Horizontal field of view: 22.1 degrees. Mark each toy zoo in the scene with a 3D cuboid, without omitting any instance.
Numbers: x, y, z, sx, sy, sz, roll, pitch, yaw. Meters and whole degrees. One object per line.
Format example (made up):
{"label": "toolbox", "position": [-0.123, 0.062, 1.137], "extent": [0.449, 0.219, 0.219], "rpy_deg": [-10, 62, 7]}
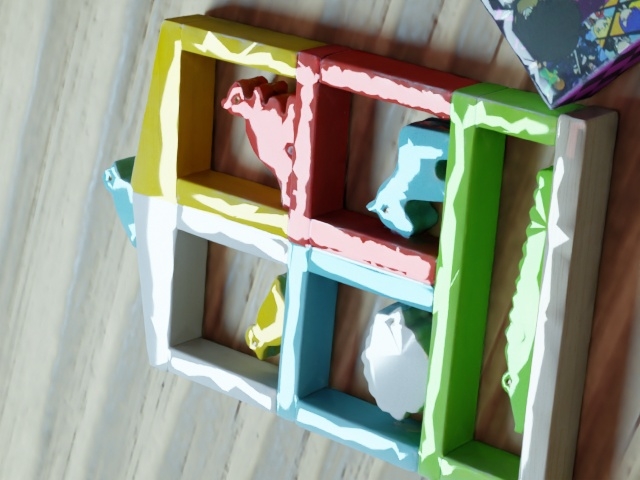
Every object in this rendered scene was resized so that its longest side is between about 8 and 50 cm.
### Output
{"label": "toy zoo", "position": [0.000, 0.000, 0.805], "extent": [0.293, 0.030, 0.192], "rpy_deg": [18, 113, 35]}

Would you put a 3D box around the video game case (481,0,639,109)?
{"label": "video game case", "position": [0.122, -0.200, 0.639], "extent": [0.232, 0.042, 0.210], "rpy_deg": [-40, 76, 40]}
